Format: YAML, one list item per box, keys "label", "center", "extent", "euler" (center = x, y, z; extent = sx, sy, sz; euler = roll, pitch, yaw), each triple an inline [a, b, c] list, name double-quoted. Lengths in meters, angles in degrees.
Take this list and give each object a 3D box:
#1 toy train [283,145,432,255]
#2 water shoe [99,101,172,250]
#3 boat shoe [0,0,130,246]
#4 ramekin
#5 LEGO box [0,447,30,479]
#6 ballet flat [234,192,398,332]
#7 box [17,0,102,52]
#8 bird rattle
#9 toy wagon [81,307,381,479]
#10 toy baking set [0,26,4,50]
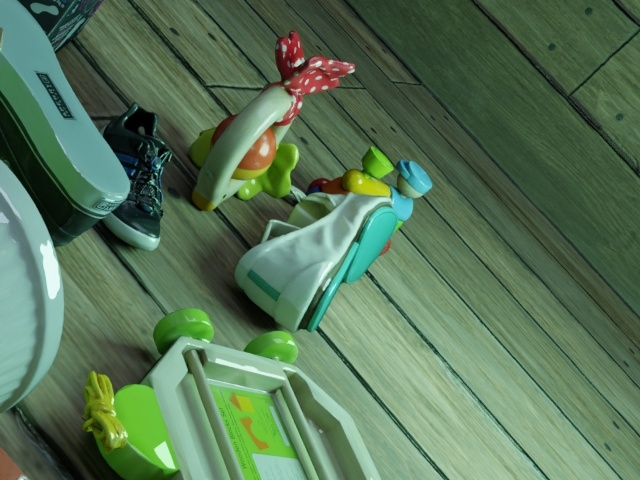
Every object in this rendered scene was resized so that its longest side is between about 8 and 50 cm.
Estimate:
- label: "toy train"
  center: [0.045, -0.082, 1.422]
  extent: [0.248, 0.143, 0.105]
  euler: [24, 29, -43]
- label: "water shoe"
  center: [-0.203, -0.077, 1.057]
  extent: [0.073, 0.080, 0.203]
  euler: [25, 29, -40]
- label: "boat shoe"
  center: [-0.304, -0.134, 0.951]
  extent: [0.306, 0.105, 0.113]
  euler: [55, 19, 7]
- label: "ramekin"
  center: [-0.271, 0.034, 0.586]
  extent: [0.207, 0.207, 0.109]
  euler: [46, 31, 3]
- label: "LEGO box"
  center: [-0.387, 0.096, 0.266]
  extent: [0.372, 0.193, 0.500]
  euler: [47, 22, 4]
- label: "ballet flat"
  center: [0.000, 0.000, 1.246]
  extent: [0.139, 0.139, 0.400]
  euler: [46, 22, 1]
- label: "box"
  center: [-0.349, -0.309, 1.132]
  extent: [0.163, 0.142, 0.247]
  euler: [38, 21, -13]
- label: "bird rattle"
  center: [-0.069, -0.129, 1.200]
  extent: [0.143, 0.253, 0.207]
  euler: [43, 45, -3]
- label: "toy wagon"
  center: [-0.074, 0.181, 0.846]
  extent: [0.344, 0.068, 0.267]
  euler: [21, 32, -45]
- label: "toy baking set"
  center: [-0.405, -0.246, 0.891]
  extent: [0.256, 0.197, 0.030]
  euler: [57, -12, 20]
